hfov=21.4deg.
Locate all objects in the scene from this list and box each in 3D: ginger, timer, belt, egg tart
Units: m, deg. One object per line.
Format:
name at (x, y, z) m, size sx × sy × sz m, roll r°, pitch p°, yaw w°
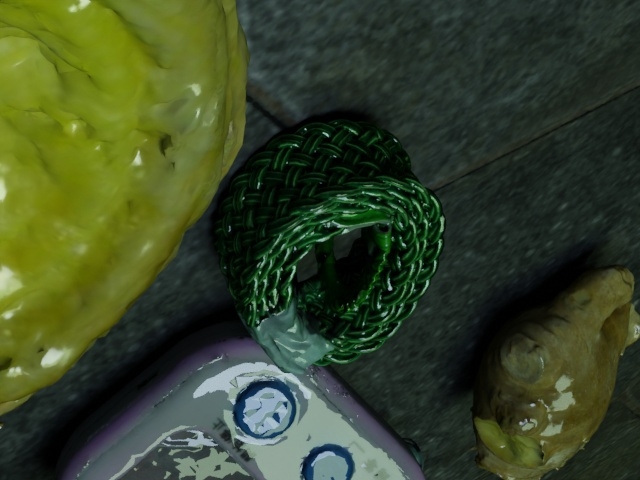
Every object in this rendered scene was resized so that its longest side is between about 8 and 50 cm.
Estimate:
ginger at (0.175, 0.111, 1.307) m, size 0.157 × 0.102 × 0.216 m, roll -50°, pitch 160°, yaw -30°
timer at (-0.047, 0.156, 1.033) m, size 0.191 × 0.069 × 0.208 m, roll -40°, pitch 114°, yaw 5°
belt at (0.000, 0.000, 0.937) m, size 0.121 × 0.079 × 0.151 m, roll -16°, pitch 137°, yaw -18°
egg tart at (-0.188, -0.028, 0.579) m, size 0.345 × 0.132 × 0.345 m, roll -29°, pitch 153°, yaw -16°

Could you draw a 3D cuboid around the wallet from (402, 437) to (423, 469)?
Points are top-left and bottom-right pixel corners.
wallet at (-0.038, 0.185, 1.194) m, size 0.176 × 0.075 × 0.250 m, roll -44°, pitch 153°, yaw 8°
